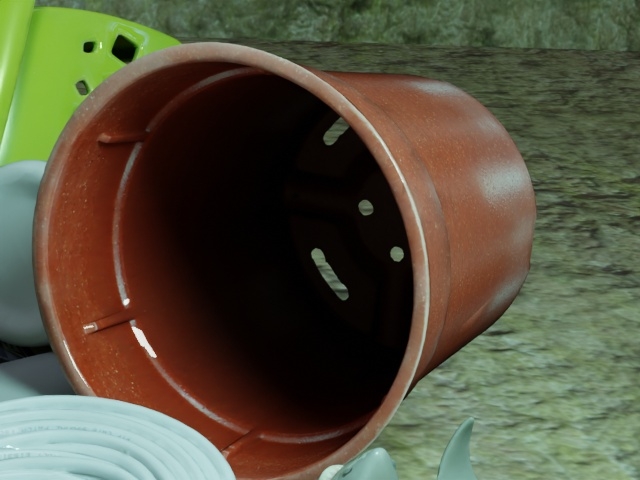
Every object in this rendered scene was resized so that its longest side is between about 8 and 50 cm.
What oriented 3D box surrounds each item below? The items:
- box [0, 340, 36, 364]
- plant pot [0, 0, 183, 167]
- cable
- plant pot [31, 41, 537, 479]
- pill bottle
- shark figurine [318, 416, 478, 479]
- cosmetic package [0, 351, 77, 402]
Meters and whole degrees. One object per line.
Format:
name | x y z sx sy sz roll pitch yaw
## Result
box | -0.404 0.024 1.438 0.318 0.097 0.395 24 6 -29
plant pot | -0.285 -0.104 1.711 0.228 0.227 0.207 -1 -19 42
cable | -0.155 0.184 1.037 0.257 0.089 0.257 -18 31 -26
plant pot | 0.000 0.000 1.255 0.272 0.272 0.265 12 14 25
pill bottle | -0.149 0.008 1.424 0.131 0.131 0.229 14 7 30
shark figurine | 0.054 0.206 1.166 0.116 0.166 0.278 39 10 21
cosmetic package | -0.143 0.133 1.303 0.127 0.107 0.238 20 24 40
